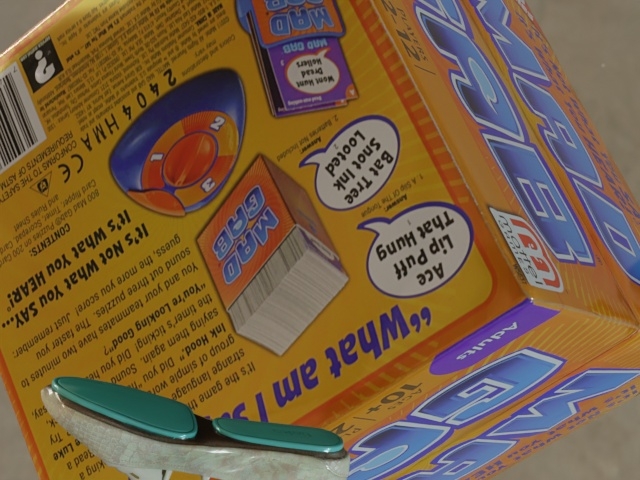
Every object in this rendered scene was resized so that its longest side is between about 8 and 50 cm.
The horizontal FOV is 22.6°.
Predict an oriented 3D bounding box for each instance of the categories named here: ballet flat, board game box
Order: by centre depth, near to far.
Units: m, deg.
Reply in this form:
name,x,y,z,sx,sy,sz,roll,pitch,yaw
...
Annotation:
name,x,y,z,sx,sy,sz,roll,pitch,yaw
ballet flat,-0.067,0.114,0.834,0.168,0.057,0.052,14,101,-11
board game box,0.000,0.000,1.150,0.357,0.356,0.356,-34,67,22
